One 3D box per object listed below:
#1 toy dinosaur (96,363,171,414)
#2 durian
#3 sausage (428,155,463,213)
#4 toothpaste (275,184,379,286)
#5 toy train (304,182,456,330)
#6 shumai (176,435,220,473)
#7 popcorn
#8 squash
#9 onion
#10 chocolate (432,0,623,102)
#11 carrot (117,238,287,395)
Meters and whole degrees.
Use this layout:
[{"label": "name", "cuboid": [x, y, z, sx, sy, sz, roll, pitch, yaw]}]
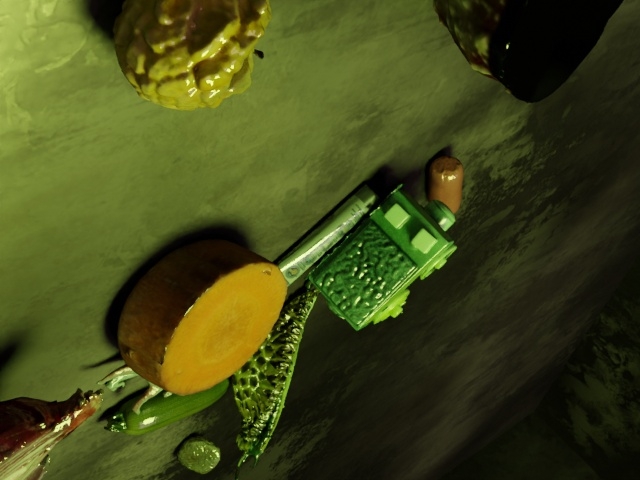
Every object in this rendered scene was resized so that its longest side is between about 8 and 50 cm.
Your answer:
[{"label": "toy dinosaur", "cuboid": [-0.261, 0.195, 1.711, 0.167, 0.053, 0.242, -48, 156, 5]}, {"label": "durian", "cuboid": [-0.098, 0.237, 1.937, 0.132, 0.107, 0.375, 106, 7, -86]}, {"label": "sausage", "cuboid": [0.226, -0.096, 1.990, 0.062, 0.062, 0.154, -38, 155, -15]}, {"label": "toothpaste", "cuboid": [0.000, 0.000, 1.820, 0.239, 0.039, 0.062, -43, 141, -2]}, {"label": "toy train", "cuboid": [0.112, 0.033, 1.879, 0.272, 0.159, 0.188, -44, 171, 11]}, {"label": "shumai", "cuboid": [-0.227, 0.400, 2.101, 0.083, 0.082, 0.080, -18, -163, 10]}, {"label": "popcorn", "cuboid": [-0.131, -0.215, 1.153, 0.180, 0.180, 0.170, -47, 128, 7]}, {"label": "squash", "cuboid": [-0.244, 0.268, 1.837, 0.258, 0.069, 0.069, -20, 147, -44]}, {"label": "onion", "cuboid": [-0.454, 0.273, 1.414, 0.349, 0.159, 0.267, -44, 169, -19]}, {"label": "chocolate", "cuboid": [0.268, -0.369, 1.440, 0.225, 0.210, 0.340, -18, 145, -32]}, {"label": "carrot", "cuboid": [-0.165, 0.122, 1.644, 0.258, 0.100, 0.307, -49, 151, -4]}]
